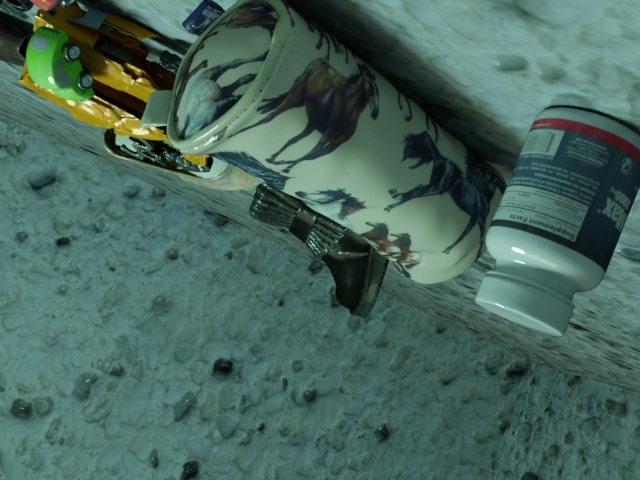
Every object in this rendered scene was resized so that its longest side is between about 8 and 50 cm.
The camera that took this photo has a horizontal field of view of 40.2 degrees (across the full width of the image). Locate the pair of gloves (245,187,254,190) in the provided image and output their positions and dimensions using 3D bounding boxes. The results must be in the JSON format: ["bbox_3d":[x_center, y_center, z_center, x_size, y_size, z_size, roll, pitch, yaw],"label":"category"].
[{"bbox_3d":[-0.195,-0.169,1.605,0.204,0.042,0.240,30,168,-8],"label":"pair of gloves"}]

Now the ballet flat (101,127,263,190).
[{"bbox_3d":[-0.226,-0.145,1.428,0.316,0.107,0.106,8,180,23],"label":"ballet flat"}]

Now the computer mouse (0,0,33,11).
[{"bbox_3d":[-0.513,-0.349,1.162,0.262,0.060,0.184,18,172,42],"label":"computer mouse"}]

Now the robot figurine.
[{"bbox_3d":[-0.231,-0.196,1.128,0.291,0.085,0.211,25,146,-14],"label":"robot figurine"}]

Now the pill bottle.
[{"bbox_3d":[0.207,-0.014,0.764,0.108,0.180,0.108,23,174,2],"label":"pill bottle"}]

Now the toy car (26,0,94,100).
[{"bbox_3d":[-0.321,-0.240,0.976,0.239,0.053,0.225,20,145,32],"label":"toy car"}]

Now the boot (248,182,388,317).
[{"bbox_3d":[0.001,-0.004,1.590,0.260,0.131,0.348,18,147,5],"label":"boot"}]

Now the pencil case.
[{"bbox_3d":[0.028,-0.086,0.898,0.184,0.159,0.410,-5,155,42],"label":"pencil case"}]

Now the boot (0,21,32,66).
[{"bbox_3d":[-0.552,-0.318,1.426,0.207,0.090,0.248,26,170,-3],"label":"boot"}]
